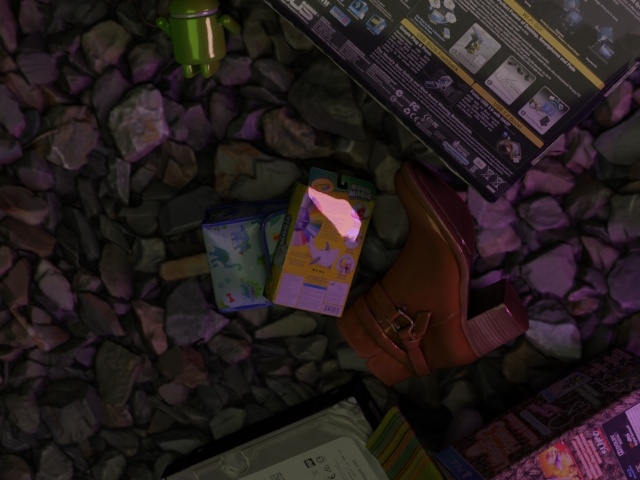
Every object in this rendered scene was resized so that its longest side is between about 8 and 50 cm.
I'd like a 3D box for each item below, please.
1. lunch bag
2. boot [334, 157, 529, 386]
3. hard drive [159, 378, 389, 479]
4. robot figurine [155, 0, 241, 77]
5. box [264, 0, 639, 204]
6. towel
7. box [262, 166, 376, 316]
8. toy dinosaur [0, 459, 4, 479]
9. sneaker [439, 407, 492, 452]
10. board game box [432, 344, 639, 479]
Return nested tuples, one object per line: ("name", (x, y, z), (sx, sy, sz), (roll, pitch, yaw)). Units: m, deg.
("lunch bag", (-0.071, 0.016, 1.602), (0.151, 0.096, 0.129), (-8, 109, 2))
("boot", (0.111, 0.050, 1.580), (0.220, 0.109, 0.283), (-26, 112, 25))
("hard drive", (-0.033, 0.364, 1.755), (0.339, 0.064, 0.237), (-25, 105, 21))
("robot figurine", (-0.153, -0.260, 1.511), (0.101, 0.067, 0.115), (2, 113, 20))
("box", (0.168, -0.283, 1.418), (0.395, 0.097, 0.318), (41, 116, -6))
("towel", (0.137, 0.332, 1.567), (0.237, 0.021, 0.102), (57, 146, 28))
("box", (0.000, 0.000, 1.558), (0.105, 0.043, 0.179), (14, 98, -28))
("toy dinosaur", (-0.502, 0.382, 1.858), (0.047, 0.090, 0.082), (42, 159, 4))
("sneaker", (0.221, 0.371, 1.648), (0.153, 0.101, 0.269), (15, 90, -5))
("board game box", (0.332, 0.313, 1.545), (0.291, 0.141, 0.232), (-29, 104, -7))
